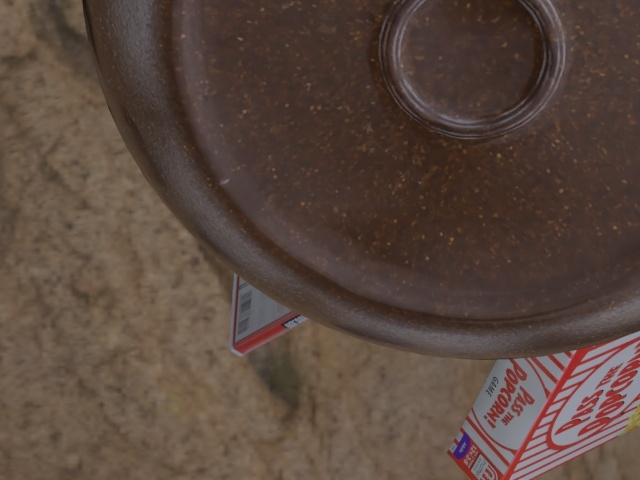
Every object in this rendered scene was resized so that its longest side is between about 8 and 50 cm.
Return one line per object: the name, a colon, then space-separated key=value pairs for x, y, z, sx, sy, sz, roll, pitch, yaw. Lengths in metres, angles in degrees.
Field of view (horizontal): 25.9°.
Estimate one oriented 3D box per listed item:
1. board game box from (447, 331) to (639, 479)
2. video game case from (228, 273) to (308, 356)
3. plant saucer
board game box: x=0.183 y=0.071 z=0.869 sx=0.193 sy=0.045 sz=0.147 roll=-17 pitch=142 yaw=-36
video game case: x=0.000 y=0.000 z=1.668 sx=0.025 sy=0.285 sz=0.204 roll=34 pitch=42 yaw=-33
plant saucer: x=0.036 y=-0.049 z=0.323 sx=0.199 sy=0.198 sz=0.036 roll=61 pitch=20 yaw=-21
